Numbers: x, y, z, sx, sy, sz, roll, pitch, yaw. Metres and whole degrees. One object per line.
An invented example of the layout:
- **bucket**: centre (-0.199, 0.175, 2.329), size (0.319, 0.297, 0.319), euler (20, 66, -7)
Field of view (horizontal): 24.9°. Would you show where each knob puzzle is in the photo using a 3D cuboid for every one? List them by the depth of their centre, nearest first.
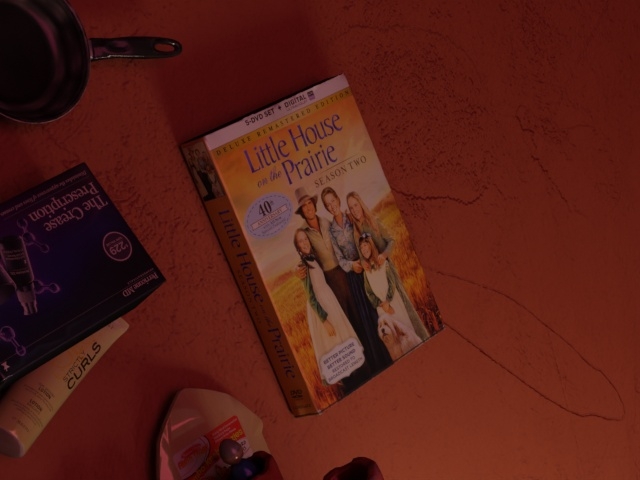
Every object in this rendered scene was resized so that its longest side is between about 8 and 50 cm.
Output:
- **knob puzzle**: centre (-0.150, 0.284, 1.914), size (0.213, 0.030, 0.213), euler (10, 74, -40)

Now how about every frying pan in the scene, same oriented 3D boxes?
- **frying pan**: centre (-0.338, -0.268, 1.856), size (0.326, 0.053, 0.197), euler (-36, 105, -43)

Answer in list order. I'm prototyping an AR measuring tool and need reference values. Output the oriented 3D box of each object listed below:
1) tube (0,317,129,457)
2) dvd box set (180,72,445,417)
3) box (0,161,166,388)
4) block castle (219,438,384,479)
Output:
- **tube**: centre (-0.324, 0.155, 1.771), size (0.070, 0.062, 0.240), euler (83, 29, -43)
- **dvd box set**: centre (0.000, 0.000, 2.091), size (0.307, 0.062, 0.420), euler (-28, 100, -42)
- **box**: centre (-0.342, 0.047, 1.719), size (0.261, 0.103, 0.184), euler (-34, 90, -41)
- **block castle**: centre (-0.129, 0.432, 1.695), size (0.453, 0.303, 0.213), euler (-43, 110, -31)
